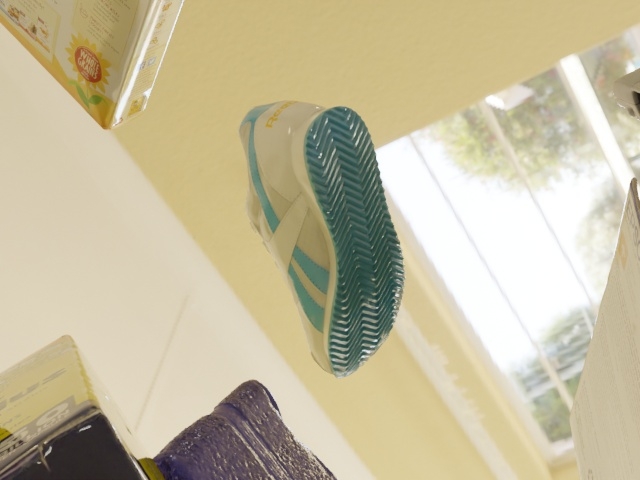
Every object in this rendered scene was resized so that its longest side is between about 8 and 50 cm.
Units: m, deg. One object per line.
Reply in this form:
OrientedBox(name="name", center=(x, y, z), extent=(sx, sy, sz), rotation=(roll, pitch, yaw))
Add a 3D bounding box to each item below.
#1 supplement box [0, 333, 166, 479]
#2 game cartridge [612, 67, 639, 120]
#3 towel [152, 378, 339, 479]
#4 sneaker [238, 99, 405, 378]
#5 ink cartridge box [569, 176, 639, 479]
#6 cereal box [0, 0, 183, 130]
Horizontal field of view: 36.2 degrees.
OrientedBox(name="supplement box", center=(-0.193, 0.208, 0.651), extent=(0.195, 0.194, 0.356), rotation=(60, 166, -9))
OrientedBox(name="game cartridge", center=(0.432, -0.159, 0.945), extent=(0.062, 0.198, 0.297), rotation=(58, -178, -19))
OrientedBox(name="towel", center=(-0.088, 0.315, 1.225), extent=(0.227, 0.076, 0.308), rotation=(51, -162, 4))
OrientedBox(name="sneaker", center=(0.000, 0.000, 0.742), extent=(0.087, 0.092, 0.228), rotation=(-31, -56, -36))
OrientedBox(name="ink cartridge box", center=(0.254, 0.181, 0.696), extent=(0.330, 0.071, 0.324), rotation=(86, -176, -49))
OrientedBox(name="cereal box", center=(-0.175, -0.221, 0.735), extent=(0.173, 0.240, 0.047), rotation=(46, -132, 10))
